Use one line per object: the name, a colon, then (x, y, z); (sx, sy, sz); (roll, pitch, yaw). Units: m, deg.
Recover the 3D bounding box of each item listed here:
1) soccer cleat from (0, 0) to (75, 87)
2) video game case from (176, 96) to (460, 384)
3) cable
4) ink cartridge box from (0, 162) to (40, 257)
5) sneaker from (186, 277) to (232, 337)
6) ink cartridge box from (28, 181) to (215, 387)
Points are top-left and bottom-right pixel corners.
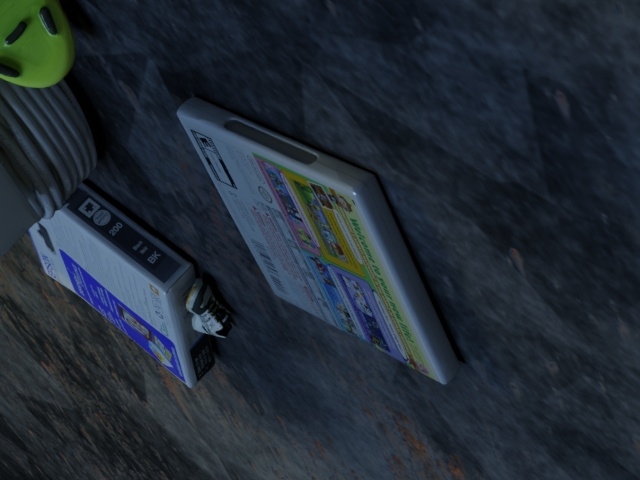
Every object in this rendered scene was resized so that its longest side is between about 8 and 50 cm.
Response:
soccer cleat: (-0.295, -0.222, 1.433); (0.289, 0.093, 0.121); (37, -170, 6)
video game case: (0.000, 0.000, 1.365); (0.193, 0.023, 0.212); (26, 153, 41)
cable: (-0.303, -0.129, 1.599); (0.257, 0.089, 0.257); (46, 161, -7)
ink cartridge box: (-0.377, -0.095, 1.499); (0.197, 0.114, 0.273); (22, 150, 47)
sneaker: (-0.097, 0.061, 1.679); (0.037, 0.032, 0.083); (22, 159, 15)
ink cartridge box: (-0.196, 0.027, 1.767); (0.208, 0.045, 0.206); (35, 159, 20)
